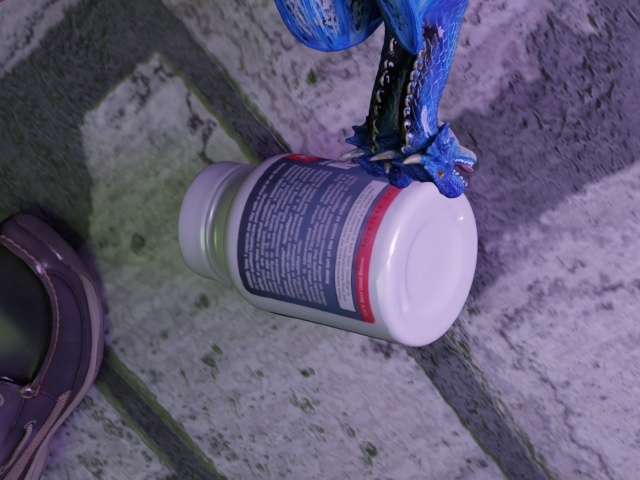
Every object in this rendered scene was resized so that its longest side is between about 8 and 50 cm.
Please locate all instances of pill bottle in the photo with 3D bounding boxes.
[{"bbox_3d":[0.000,0.000,1.143,0.180,0.108,0.108,12,129,35],"label":"pill bottle"}]

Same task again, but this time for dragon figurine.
[{"bbox_3d":[0.030,-0.149,0.937,0.085,0.144,0.289,9,144,35],"label":"dragon figurine"}]

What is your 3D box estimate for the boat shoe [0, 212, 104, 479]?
[{"bbox_3d":[-0.279,0.133,1.471,0.132,0.130,0.355,33,131,14],"label":"boat shoe"}]
